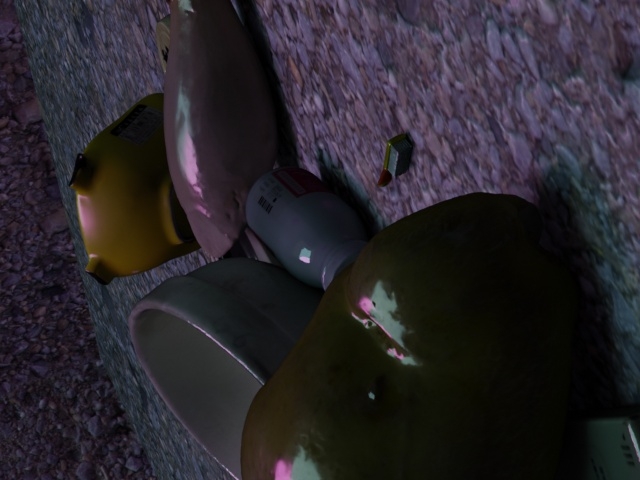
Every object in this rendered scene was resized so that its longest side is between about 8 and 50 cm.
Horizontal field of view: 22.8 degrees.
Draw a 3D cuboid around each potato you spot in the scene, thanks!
[{"bbox_3d":[0.071,0.125,1.159,0.218,0.202,0.351,33,109,17],"label":"potato"}]

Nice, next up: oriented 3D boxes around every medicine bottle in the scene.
[{"bbox_3d":[0.000,0.000,1.574,0.216,0.090,0.090,-135,30,-58],"label":"medicine bottle"}]

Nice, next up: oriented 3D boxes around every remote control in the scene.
[{"bbox_3d":[0.209,0.183,1.171,0.285,0.038,0.123,139,113,-77],"label":"remote control"}]

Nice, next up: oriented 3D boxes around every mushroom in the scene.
[{"bbox_3d":[-0.118,-0.154,1.735,0.128,0.128,0.350,-159,58,-71],"label":"mushroom"}]

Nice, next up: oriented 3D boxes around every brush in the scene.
[{"bbox_3d":[0.065,-0.064,1.400,0.021,0.019,0.083,55,159,19],"label":"brush"}]

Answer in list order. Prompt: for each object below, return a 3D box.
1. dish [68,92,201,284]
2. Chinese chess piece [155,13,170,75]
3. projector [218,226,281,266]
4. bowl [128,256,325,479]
[{"bbox_3d":[-0.187,-0.060,1.981,0.108,0.262,0.221,7,116,32],"label":"dish"},{"bbox_3d":[-0.154,-0.210,1.930,0.144,0.058,0.144,160,90,-75],"label":"Chinese chess piece"},{"bbox_3d":[-0.064,0.059,1.900,0.259,0.079,0.257,84,161,-47],"label":"projector"},{"bbox_3d":[-0.045,0.140,1.657,0.307,0.163,0.307,35,151,23],"label":"bowl"}]
